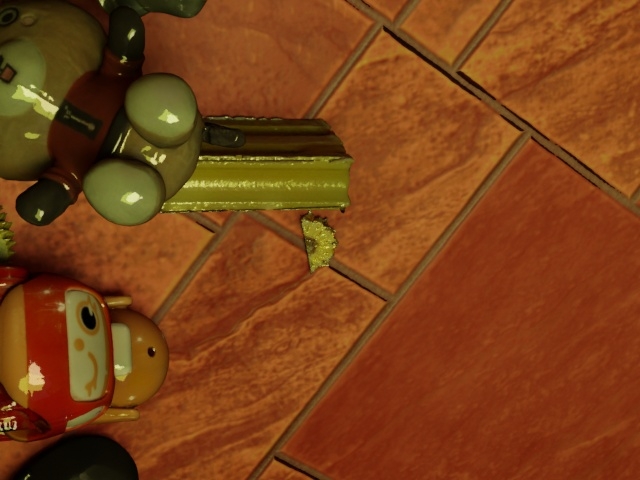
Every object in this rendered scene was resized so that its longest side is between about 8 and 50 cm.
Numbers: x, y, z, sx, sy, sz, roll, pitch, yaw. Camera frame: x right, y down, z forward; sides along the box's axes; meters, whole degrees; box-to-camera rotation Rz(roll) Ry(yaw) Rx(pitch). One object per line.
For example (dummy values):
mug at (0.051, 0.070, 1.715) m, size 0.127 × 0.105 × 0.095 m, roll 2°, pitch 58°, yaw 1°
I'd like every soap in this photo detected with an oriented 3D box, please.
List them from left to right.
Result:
soap at (-0.088, -0.087, 1.558) m, size 0.233 × 0.135 × 0.076 m, roll 1°, pitch 115°, yaw -18°

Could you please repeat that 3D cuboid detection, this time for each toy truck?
toy truck at (-0.284, 0.130, 1.548) m, size 0.239 × 0.265 × 0.189 m, roll -3°, pitch 79°, yaw -14°

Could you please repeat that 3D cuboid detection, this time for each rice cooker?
rice cooker at (-0.318, 0.337, 1.703) m, size 0.203 × 0.118 × 0.142 m, roll -42°, pitch 120°, yaw 1°

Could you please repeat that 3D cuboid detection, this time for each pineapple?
pineapple at (0.000, 0.000, 1.694) m, size 0.045 × 0.019 × 0.083 m, roll -15°, pitch 119°, yaw -3°

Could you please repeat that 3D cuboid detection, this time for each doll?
doll at (-0.248, -0.134, 1.404) m, size 0.235 × 0.330 × 0.174 m, roll -65°, pitch 155°, yaw 5°

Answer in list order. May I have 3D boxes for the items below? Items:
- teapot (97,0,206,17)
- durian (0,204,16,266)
teapot at (-0.187, -0.304, 1.442) m, size 0.119 × 0.130 × 0.166 m, roll -25°, pitch 88°, yaw 13°
durian at (-0.433, -0.009, 1.523) m, size 0.208 × 0.102 × 0.146 m, roll -9°, pitch 139°, yaw 15°
